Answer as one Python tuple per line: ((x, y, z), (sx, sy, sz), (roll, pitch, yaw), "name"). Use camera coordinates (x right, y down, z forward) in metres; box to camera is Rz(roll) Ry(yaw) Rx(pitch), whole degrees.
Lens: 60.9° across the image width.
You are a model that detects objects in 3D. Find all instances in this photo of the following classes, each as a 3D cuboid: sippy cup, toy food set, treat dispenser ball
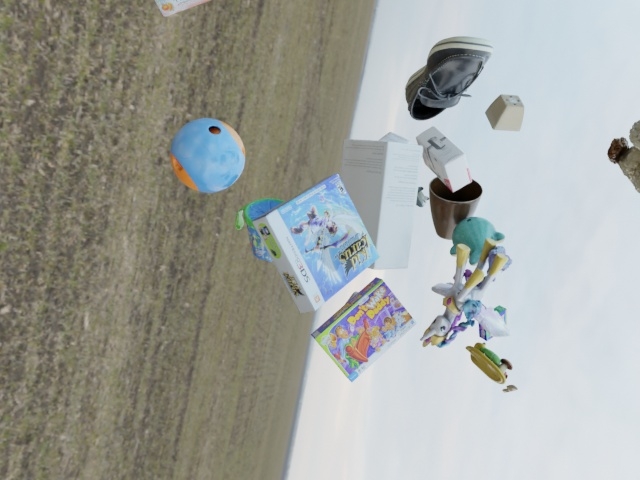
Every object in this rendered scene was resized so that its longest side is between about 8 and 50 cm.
((-0.227, -0.037, 2.452), (0.305, 0.240, 0.224), (49, -36, 45), "sippy cup")
((0.622, 0.440, 1.948), (0.071, 0.218, 0.128), (-39, 160, -17), "toy food set")
((-0.437, -0.330, 2.124), (0.288, 0.288, 0.288), (11, 90, -89), "treat dispenser ball")

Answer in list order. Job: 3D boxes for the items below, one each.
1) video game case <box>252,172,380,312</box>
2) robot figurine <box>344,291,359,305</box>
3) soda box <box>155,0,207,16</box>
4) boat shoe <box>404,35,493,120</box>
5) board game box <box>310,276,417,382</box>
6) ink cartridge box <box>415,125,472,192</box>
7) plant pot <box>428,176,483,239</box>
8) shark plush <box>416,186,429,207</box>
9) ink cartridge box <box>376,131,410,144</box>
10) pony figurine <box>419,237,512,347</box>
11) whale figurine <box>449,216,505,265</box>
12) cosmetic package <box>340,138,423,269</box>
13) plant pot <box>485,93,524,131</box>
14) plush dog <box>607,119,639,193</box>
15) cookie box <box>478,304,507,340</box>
((0.000, 0.000, 1.304), (0.269, 0.061, 0.244), (-35, 103, -40), "video game case")
((0.175, 0.365, 2.356), (0.299, 0.200, 0.353), (-106, -147, -42), "robot figurine")
((-0.368, -0.692, 1.523), (0.058, 0.183, 0.063), (67, 10, -47), "soda box")
((0.400, -0.508, 1.746), (0.500, 0.187, 0.155), (160, -65, -78), "boat shoe")
((0.170, 0.344, 2.124), (0.347, 0.233, 0.078), (-41, -169, -8), "board game box")
((0.467, -0.311, 2.072), (0.158, 0.092, 0.218), (57, 3, -46), "ink cartridge box")
((0.550, -0.125, 2.281), (0.215, 0.216, 0.230), (-77, 170, -51), "plant pot")
((0.322, -0.168, 2.010), (0.067, 0.161, 0.073), (-57, 149, -15), "shark plush")
((0.260, -0.319, 2.378), (0.278, 0.117, 0.201), (-41, 151, -39), "ink cartridge box")
((0.484, 0.176, 1.787), (0.351, 0.303, 0.363), (-9, 127, -46), "pony figurine")
((0.598, -0.001, 2.099), (0.272, 0.216, 0.141), (-73, 143, -66), "whale figurine")
((0.170, -0.114, 1.687), (0.217, 0.156, 0.384), (19, -73, 52), "cosmetic package")
((0.682, -0.473, 1.993), (0.096, 0.109, 0.109), (101, -14, -48), "plant pot")
((0.796, -0.162, 1.274), (0.225, 0.263, 0.210), (-57, 168, -66), "plush dog")
((0.623, 0.298, 1.967), (0.040, 0.107, 0.091), (33, -38, 52), "cookie box")
